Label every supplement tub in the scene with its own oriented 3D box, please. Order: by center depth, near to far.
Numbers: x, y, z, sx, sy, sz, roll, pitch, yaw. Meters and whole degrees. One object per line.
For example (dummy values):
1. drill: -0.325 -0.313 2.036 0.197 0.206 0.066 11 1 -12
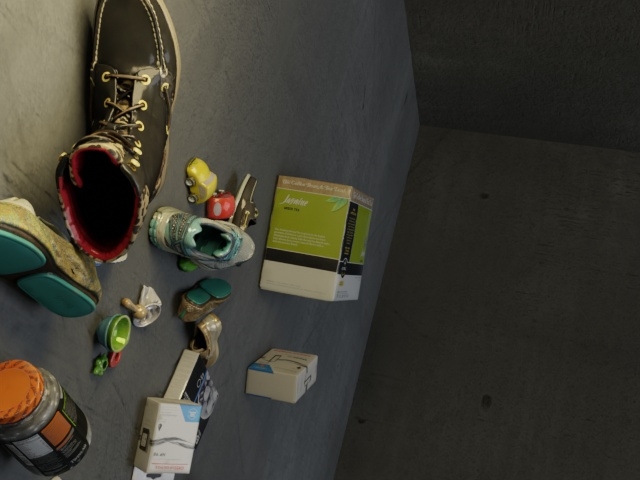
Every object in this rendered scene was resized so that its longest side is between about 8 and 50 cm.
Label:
1. supplement tub: -0.420 0.259 1.226 0.190 0.117 0.117 79 25 -52

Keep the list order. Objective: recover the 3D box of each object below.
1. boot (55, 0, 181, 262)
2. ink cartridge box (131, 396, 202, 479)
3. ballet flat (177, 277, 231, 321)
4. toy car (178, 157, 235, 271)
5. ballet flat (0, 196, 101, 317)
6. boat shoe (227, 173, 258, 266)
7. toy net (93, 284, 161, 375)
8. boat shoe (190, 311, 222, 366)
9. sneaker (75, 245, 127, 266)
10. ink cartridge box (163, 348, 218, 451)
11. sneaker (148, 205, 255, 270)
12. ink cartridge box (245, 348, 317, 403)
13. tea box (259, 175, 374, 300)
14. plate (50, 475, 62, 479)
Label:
1. boot: -0.300 -0.177 1.248 0.284 0.138 0.377 -90 -172 -62
2. ink cartridge box: -0.316 0.419 1.723 0.104 0.060 0.180 13 85 -39
3. ballet flat: -0.263 0.134 1.856 0.067 0.073 0.206 -56 168 16
4. toy car: -0.246 -0.036 1.800 0.239 0.053 0.224 58 44 -68
5. ballet flat: -0.408 0.007 1.160 0.348 0.123 0.123 62 40 -65
6. boat shoe: -0.184 -0.047 1.956 0.081 0.069 0.227 128 -19 -69
7. toy net: -0.348 0.163 1.564 0.232 0.045 0.122 -45 142 -65
8. boat shoe: -0.266 0.232 1.891 0.059 0.063 0.170 -28 145 -36
9. sneaker: -0.365 0.010 1.404 0.135 0.052 0.058 -21 115 -73
10. ink cartridge box: -0.302 0.384 1.874 0.206 0.045 0.208 79 27 -52
11. sneaker: -0.212 0.012 1.689 0.283 0.122 0.110 15 90 -56
12. ink cartridge box: -0.107 0.381 2.386 0.203 0.148 0.085 -31 127 -72
13. tea box: 0.000 0.000 2.408 0.329 0.220 0.323 15 85 -75
14. plate: -0.454 0.563 1.327 0.278 0.045 0.277 -40 127 -68
